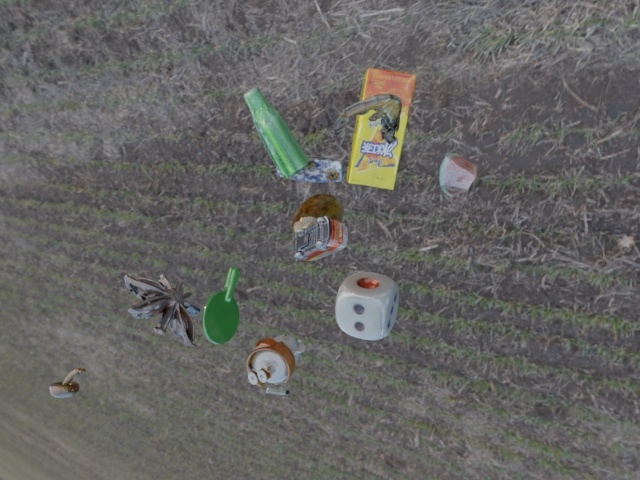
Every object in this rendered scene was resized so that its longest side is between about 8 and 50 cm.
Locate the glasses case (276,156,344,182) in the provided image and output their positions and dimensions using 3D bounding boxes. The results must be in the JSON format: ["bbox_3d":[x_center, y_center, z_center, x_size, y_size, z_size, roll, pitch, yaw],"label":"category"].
[{"bbox_3d":[-0.037,-0.247,1.549,0.248,0.065,0.086,6,115,20],"label":"glasses case"}]

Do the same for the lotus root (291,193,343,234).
[{"bbox_3d":[-0.011,-0.058,1.360,0.145,0.260,0.128,13,120,12],"label":"lotus root"}]

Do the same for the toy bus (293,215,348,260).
[{"bbox_3d":[0.000,0.000,1.073,0.077,0.079,0.174,13,159,-29],"label":"toy bus"}]

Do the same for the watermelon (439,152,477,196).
[{"bbox_3d":[0.285,-0.143,0.928,0.072,0.084,0.092,-10,132,30],"label":"watermelon"}]

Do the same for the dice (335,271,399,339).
[{"bbox_3d":[0.172,0.235,1.628,0.194,0.193,0.191,11,114,22],"label":"dice"}]

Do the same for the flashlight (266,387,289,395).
[{"bbox_3d":[-0.150,0.535,1.580,0.083,0.018,0.018,18,153,-29],"label":"flashlight"}]

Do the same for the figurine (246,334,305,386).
[{"bbox_3d":[-0.122,0.353,1.326,0.144,0.271,0.143,-2,84,24],"label":"figurine"}]

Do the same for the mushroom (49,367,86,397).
[{"bbox_3d":[-0.832,0.477,1.479,0.072,0.130,0.088,56,-177,22],"label":"mushroom"}]

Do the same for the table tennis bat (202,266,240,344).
[{"bbox_3d":[-0.306,0.204,1.428,0.039,0.256,0.160,-4,151,29],"label":"table tennis bat"}]

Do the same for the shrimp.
[{"bbox_3d":[0.101,-0.249,0.963,0.148,0.035,0.195,-16,162,4],"label":"shrimp"}]

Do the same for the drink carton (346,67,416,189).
[{"bbox_3d":[0.184,-0.347,1.409,0.155,0.111,0.350,9,107,-1],"label":"drink carton"}]

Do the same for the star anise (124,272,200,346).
[{"bbox_3d":[-0.478,0.197,1.346,0.111,0.198,0.258,-37,129,28],"label":"star anise"}]

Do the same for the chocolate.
[{"bbox_3d":[-0.146,-0.344,1.417,0.110,0.110,0.291,-8,123,40],"label":"chocolate"}]
